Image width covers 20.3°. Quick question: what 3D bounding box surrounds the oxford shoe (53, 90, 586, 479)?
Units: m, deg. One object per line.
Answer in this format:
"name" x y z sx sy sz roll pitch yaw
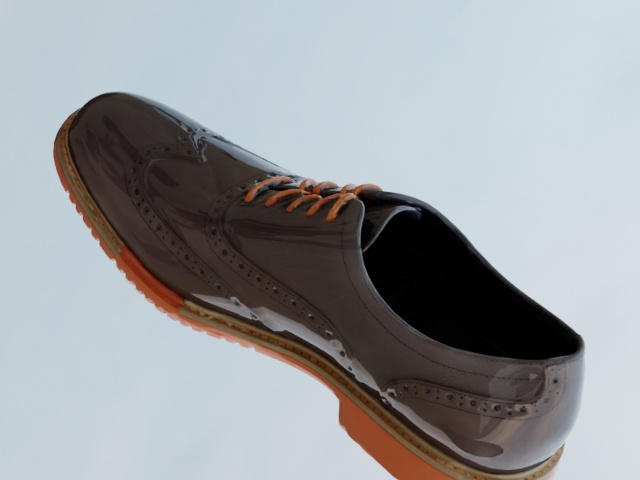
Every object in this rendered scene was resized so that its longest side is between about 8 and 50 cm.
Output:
"oxford shoe" 0.000 0.000 0.759 0.097 0.271 0.098 -40 157 -42
